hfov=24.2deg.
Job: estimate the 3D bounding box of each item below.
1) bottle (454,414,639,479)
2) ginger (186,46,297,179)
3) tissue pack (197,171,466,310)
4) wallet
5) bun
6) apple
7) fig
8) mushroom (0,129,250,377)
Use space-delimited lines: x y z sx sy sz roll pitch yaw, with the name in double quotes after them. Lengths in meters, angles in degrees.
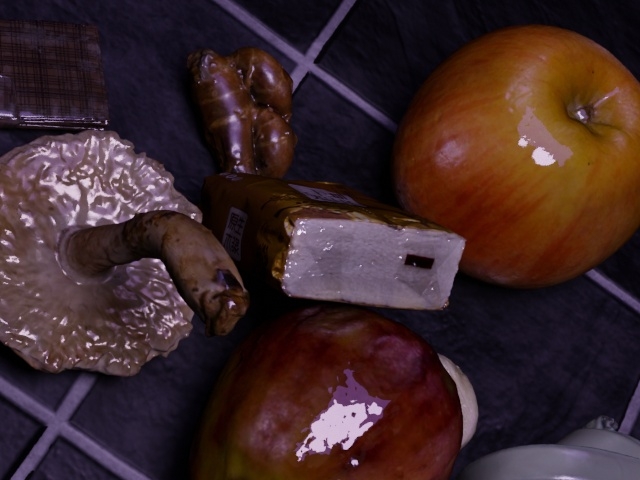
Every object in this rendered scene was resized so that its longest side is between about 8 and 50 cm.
0.209 0.294 1.374 0.352 0.229 0.229 -37 85 -33 "bottle"
-0.072 -0.123 1.521 0.103 0.073 0.162 -14 86 -13 "ginger"
0.000 0.000 1.402 0.183 0.226 0.092 8 100 -27 "tissue pack"
-0.322 -0.161 1.439 0.230 0.042 0.124 1 64 -25 "wallet"
0.096 0.165 1.464 0.115 0.069 0.115 1 87 -19 "bun"
0.217 -0.085 1.538 0.286 0.233 0.286 11 62 -21 "apple"
-0.005 0.174 1.333 0.263 0.224 0.224 -34 84 -14 "fig"
-0.155 -0.002 1.311 0.208 0.302 0.233 5 75 -59 "mushroom"
